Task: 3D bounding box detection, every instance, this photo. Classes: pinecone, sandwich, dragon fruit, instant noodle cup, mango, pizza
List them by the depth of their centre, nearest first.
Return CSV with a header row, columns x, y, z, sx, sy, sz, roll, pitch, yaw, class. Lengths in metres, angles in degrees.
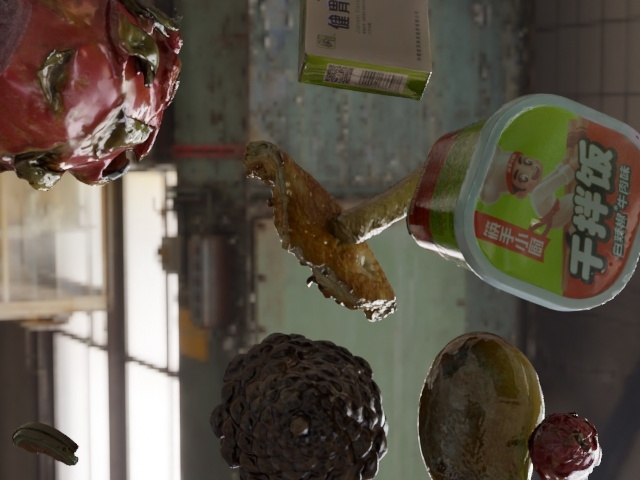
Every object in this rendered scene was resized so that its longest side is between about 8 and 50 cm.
x,y,z,sx,sy,sz,roll,pitch,yaw,class
-0.281,-0.178,1.369,0.250,0.269,0.291,40,-176,28,dragon fruit
0.313,0.286,1.653,0.094,0.094,0.190,1,144,7,dragon fruit
0.274,-0.053,1.787,0.293,0.294,0.308,-1,-178,-16,instant noodle cup
0.235,0.273,1.835,0.192,0.316,0.146,-28,136,26,mango
0.000,0.000,1.914,0.073,0.365,0.182,-25,-147,28,pizza
-0.449,0.325,2.048,0.135,0.067,0.029,5,-139,28,sandwich
-0.032,0.296,2.080,0.298,0.242,0.296,40,-159,8,pinecone

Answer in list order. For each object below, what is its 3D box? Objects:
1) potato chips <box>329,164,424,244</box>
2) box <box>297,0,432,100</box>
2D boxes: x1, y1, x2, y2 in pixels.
x,y,z,sx,sy,sz,roll,pitch,yaw,class
0.121,-0.062,1.999,0.080,0.057,0.407,-29,-179,38,potato chips
0.060,-0.319,1.790,0.175,0.261,0.062,8,142,-8,box
